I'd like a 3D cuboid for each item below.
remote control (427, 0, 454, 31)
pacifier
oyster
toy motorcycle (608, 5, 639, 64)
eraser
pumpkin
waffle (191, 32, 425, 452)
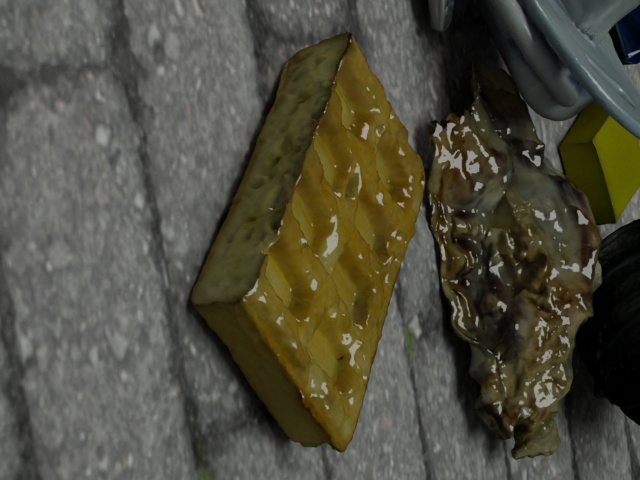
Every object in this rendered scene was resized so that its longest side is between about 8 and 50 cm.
[{"bbox_3d":[0.089,-0.294,1.518,0.073,0.044,0.229,-58,144,-72],"label":"remote control"},{"bbox_3d":[0.248,-0.230,1.580,0.238,0.226,0.287,40,20,-38],"label":"pacifier"},{"bbox_3d":[0.185,0.013,1.565,0.201,0.107,0.354,-17,99,-58],"label":"oyster"},{"bbox_3d":[0.312,-0.307,1.804,0.331,0.196,0.125,56,18,-20],"label":"toy motorcycle"},{"bbox_3d":[0.293,-0.082,1.846,0.122,0.045,0.097,-49,126,-52],"label":"eraser"},{"bbox_3d":[0.354,0.095,1.762,0.250,0.216,0.250,31,33,-23],"label":"pumpkin"},{"bbox_3d":[0.000,0.000,1.272,0.168,0.057,0.274,58,37,-39],"label":"waffle"}]
